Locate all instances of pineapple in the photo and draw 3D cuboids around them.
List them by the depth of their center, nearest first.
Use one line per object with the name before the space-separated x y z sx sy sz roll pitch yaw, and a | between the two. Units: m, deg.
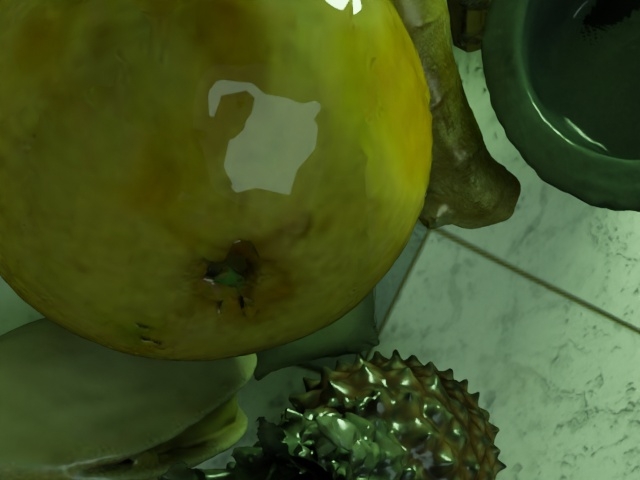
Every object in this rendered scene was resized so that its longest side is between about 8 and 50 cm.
pineapple | 0.032 0.147 0.584 0.175 0.175 0.361 -54 161 -4

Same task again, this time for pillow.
pillow | 0.000 0.000 0.657 0.119 0.053 0.208 -6 104 -39

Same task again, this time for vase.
vase | 0.289 -0.113 0.666 0.291 0.245 0.245 17 98 -54

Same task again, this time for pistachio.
pistachio | -0.138 0.108 0.558 0.223 0.152 0.126 -11 110 -50

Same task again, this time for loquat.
loquat | -0.068 -0.060 0.487 0.263 0.263 0.263 -12 113 -29

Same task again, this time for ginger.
ginger | 0.076 -0.118 0.630 0.118 0.065 0.299 -41 124 -14

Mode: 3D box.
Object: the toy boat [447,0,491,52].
toy boat | 0.098 -0.238 0.631 0.072 0.064 0.206 -18 118 -7
